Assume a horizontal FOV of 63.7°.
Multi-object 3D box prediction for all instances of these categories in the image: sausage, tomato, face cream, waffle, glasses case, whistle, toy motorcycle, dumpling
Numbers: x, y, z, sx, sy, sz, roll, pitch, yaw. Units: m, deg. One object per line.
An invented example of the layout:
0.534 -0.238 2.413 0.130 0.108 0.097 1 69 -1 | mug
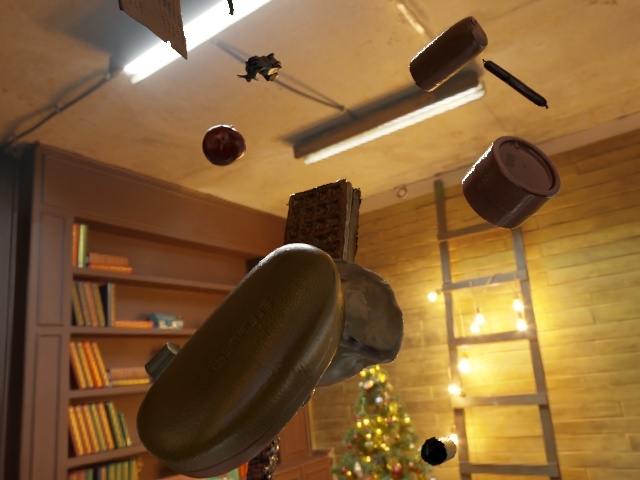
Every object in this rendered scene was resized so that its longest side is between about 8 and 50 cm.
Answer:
0.393 -0.568 1.563 0.123 0.123 0.253 3 -17 -32 | sausage
-0.365 -0.353 1.944 0.167 0.167 0.167 -6 -14 -1 | tomato
0.360 -0.110 0.978 0.149 0.149 0.104 1 -33 -25 | face cream
-0.120 0.459 1.099 0.055 0.221 0.234 9 -48 2 | waffle
-0.092 0.162 0.741 0.173 0.371 0.141 25 -29 27 | glasses case
0.468 -0.376 1.237 0.198 0.025 0.028 36 1 0 | sausage
0.187 0.324 0.798 0.039 0.039 0.186 -10 -22 17 | whistle
-0.197 -0.571 1.709 0.100 0.058 0.173 -45 -12 36 | toy motorcycle
-0.001 -0.001 1.381 0.212 0.308 0.091 -14 -31 36 | waffle
-0.012 0.155 1.108 0.395 0.316 0.233 -6 -41 28 | dumpling

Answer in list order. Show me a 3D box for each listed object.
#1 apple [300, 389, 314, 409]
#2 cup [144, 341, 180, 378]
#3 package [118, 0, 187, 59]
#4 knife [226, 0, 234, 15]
-0.131 0.374 1.397 0.229 0.230 0.230 -6 -14 -1 | apple
-0.390 0.308 1.293 0.083 0.075 0.054 -47 -35 7 | cup
-0.343 -0.495 0.989 0.062 0.251 0.204 -29 -15 18 | package
-0.322 -0.869 1.737 0.028 0.210 0.015 -24 25 -29 | knife
